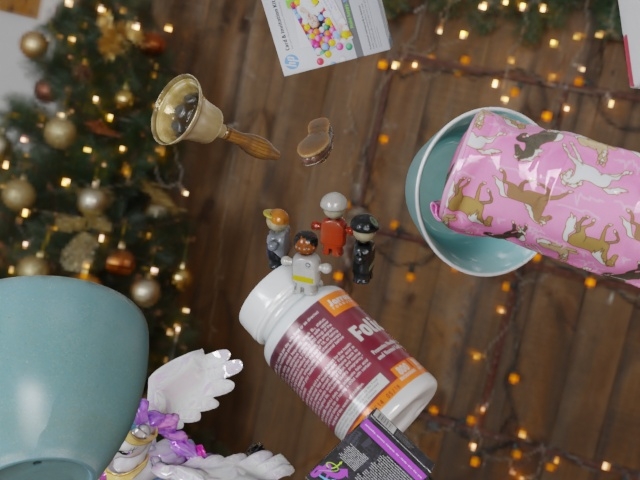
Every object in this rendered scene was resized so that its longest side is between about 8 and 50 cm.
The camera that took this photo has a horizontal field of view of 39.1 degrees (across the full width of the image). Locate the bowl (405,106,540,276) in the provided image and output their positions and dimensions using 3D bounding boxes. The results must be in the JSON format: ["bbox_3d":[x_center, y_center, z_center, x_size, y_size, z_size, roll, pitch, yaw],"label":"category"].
[{"bbox_3d":[0.286,-0.095,1.720,0.311,0.311,0.163,10,2,-22],"label":"bowl"}]

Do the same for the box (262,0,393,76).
[{"bbox_3d":[0.010,-0.361,1.464,0.186,0.145,0.038,-10,20,19],"label":"box"}]

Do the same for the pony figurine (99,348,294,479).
[{"bbox_3d":[-0.271,0.386,1.583,0.351,0.363,0.303,-8,48,-39],"label":"pony figurine"}]

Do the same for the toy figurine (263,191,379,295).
[{"bbox_3d":[0.000,0.000,1.861,0.209,0.148,0.213,-11,29,-23],"label":"toy figurine"}]

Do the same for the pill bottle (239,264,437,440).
[{"bbox_3d":[0.029,0.236,1.855,0.392,0.224,0.224,43,18,21],"label":"pill bottle"}]

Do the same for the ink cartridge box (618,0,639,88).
[{"bbox_3d":[0.661,-0.457,1.671,0.131,0.226,0.306,4,45,33],"label":"ink cartridge box"}]

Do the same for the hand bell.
[{"bbox_3d":[-0.163,-0.186,1.580,0.126,0.126,0.242,19,-2,45],"label":"hand bell"}]

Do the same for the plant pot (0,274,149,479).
[{"bbox_3d":[-0.348,0.207,1.102,0.290,0.290,0.195,9,48,-30],"label":"plant pot"}]

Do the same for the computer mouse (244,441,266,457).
[{"bbox_3d":[-0.198,0.509,1.819,0.060,0.262,0.184,50,-19,3],"label":"computer mouse"}]

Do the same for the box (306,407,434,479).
[{"bbox_3d":[0.069,0.330,1.292,0.116,0.162,0.029,44,27,4],"label":"box"}]

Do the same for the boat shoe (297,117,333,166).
[{"bbox_3d":[-0.003,-0.215,2.085,0.073,0.073,0.207,-4,28,15],"label":"boat shoe"}]

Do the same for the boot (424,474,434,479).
[{"bbox_3d":[0.293,0.557,1.886,0.260,0.348,0.131,53,5,-9],"label":"boot"}]

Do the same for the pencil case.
[{"bbox_3d":[0.344,-0.039,1.156,0.386,0.167,0.160,20,-22,10],"label":"pencil case"}]
